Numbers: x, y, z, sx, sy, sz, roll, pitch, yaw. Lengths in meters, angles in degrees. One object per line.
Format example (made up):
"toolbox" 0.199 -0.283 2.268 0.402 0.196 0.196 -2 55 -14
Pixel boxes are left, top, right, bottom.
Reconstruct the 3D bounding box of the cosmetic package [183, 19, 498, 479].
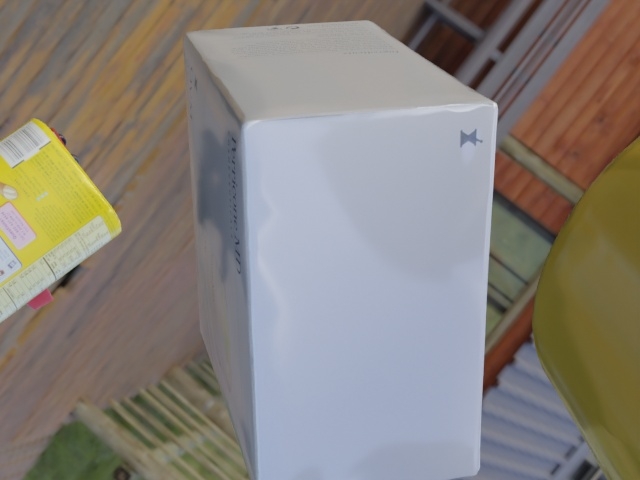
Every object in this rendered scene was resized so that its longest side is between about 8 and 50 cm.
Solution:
"cosmetic package" 0.000 0.000 0.653 0.224 0.138 0.224 -127 -147 -64

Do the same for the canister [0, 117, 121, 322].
"canister" -0.261 -0.003 0.856 0.170 0.126 0.073 -39 -175 -19

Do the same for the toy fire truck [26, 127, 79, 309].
"toy fire truck" -0.304 -0.021 1.167 0.135 0.047 0.192 -32 142 -10

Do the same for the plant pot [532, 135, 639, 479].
"plant pot" 0.209 0.069 0.384 0.254 0.239 0.254 -16 128 -21
